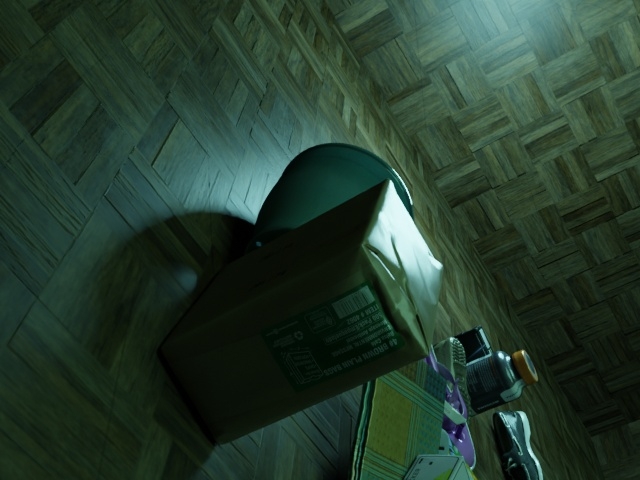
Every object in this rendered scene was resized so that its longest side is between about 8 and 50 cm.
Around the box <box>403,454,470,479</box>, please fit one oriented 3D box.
[{"bbox_3d":[0.210,0.525,1.291,0.169,0.087,0.290,-37,113,-54],"label":"box"}]

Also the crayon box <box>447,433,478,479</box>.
[{"bbox_3d":[0.304,0.588,1.618,0.323,0.083,0.203,57,20,-18],"label":"crayon box"}]

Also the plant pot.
[{"bbox_3d":[0.000,0.000,1.359,0.271,0.272,0.255,58,33,-14],"label":"plant pot"}]

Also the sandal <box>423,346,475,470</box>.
[{"bbox_3d":[0.254,0.323,1.742,0.169,0.102,0.416,-15,77,-46],"label":"sandal"}]

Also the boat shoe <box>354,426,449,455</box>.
[{"bbox_3d":[0.138,0.378,1.446,0.302,0.094,0.109,31,59,-50],"label":"boat shoe"}]

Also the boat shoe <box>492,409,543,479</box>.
[{"bbox_3d":[0.565,0.630,2.249,0.302,0.091,0.114,-95,-165,-50],"label":"boat shoe"}]

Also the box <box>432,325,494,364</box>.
[{"bbox_3d":[0.401,0.342,2.105,0.180,0.147,0.077,67,19,8],"label":"box"}]

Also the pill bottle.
[{"bbox_3d":[0.424,0.364,1.981,0.130,0.246,0.130,51,22,-31],"label":"pill bottle"}]

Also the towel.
[{"bbox_3d":[0.129,0.364,1.321,0.271,0.040,0.370,44,49,-44],"label":"towel"}]

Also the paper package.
[{"bbox_3d":[-0.014,0.091,1.076,0.168,0.325,0.309,58,20,-12],"label":"paper package"}]

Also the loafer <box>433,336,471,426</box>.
[{"bbox_3d":[0.307,0.372,1.910,0.102,0.092,0.268,35,48,-34],"label":"loafer"}]
